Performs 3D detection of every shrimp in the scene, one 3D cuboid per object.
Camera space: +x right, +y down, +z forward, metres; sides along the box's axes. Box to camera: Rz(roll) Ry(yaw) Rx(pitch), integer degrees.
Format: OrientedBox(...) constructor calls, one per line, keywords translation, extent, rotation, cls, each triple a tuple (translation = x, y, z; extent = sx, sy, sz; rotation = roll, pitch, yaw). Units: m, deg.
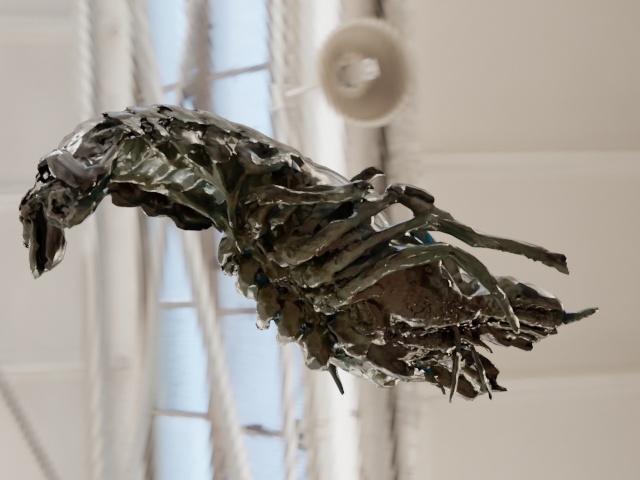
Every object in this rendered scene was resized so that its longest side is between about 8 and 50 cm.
OrientedBox(translation=(-0.001, -0.004, 0.553), extent=(0.174, 0.082, 0.076), rotation=(22, -128, -29), cls="shrimp")
